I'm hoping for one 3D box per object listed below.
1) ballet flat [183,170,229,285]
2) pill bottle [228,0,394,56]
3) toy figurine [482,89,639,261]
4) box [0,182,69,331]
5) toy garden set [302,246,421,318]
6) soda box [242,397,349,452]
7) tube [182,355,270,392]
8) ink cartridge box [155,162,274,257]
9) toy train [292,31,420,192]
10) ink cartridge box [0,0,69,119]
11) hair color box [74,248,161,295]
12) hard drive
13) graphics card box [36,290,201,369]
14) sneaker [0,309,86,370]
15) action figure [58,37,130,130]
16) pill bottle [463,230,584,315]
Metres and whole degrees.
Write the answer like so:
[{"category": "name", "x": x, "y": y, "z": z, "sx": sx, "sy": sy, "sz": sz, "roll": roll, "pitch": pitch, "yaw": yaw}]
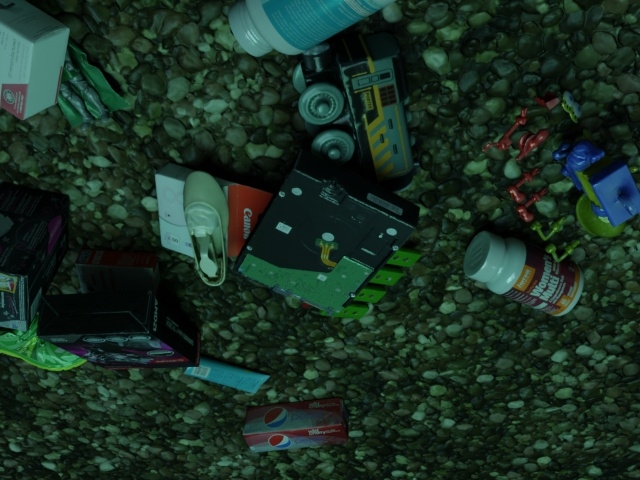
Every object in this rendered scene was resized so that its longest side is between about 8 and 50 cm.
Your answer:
[{"category": "ballet flat", "x": -0.216, "y": -0.013, "z": 1.388, "sx": 0.086, "sy": 0.086, "sz": 0.248, "roll": -1, "pitch": 130, "yaw": 4}, {"category": "pill bottle", "x": -0.013, "y": -0.378, "z": 1.110, "sx": 0.264, "sy": 0.146, "sz": 0.146, "roll": -21, "pitch": 126, "yaw": 30}, {"category": "toy figurine", "x": 0.472, "y": -0.067, "z": 1.276, "sx": 0.191, "sy": 0.217, "sz": 0.362, "roll": -37, "pitch": 122, "yaw": 2}, {"category": "box", "x": -0.603, "y": 0.029, "z": 1.435, "sx": 0.142, "sy": 0.247, "sz": 0.163, "roll": 13, "pitch": 129, "yaw": -6}, {"category": "toy garden set", "x": 0.060, "y": 0.072, "z": 1.542, "sx": 0.203, "sy": 0.049, "sz": 0.244, "roll": 10, "pitch": 137, "yaw": -32}, {"category": "soda box", "x": -0.062, "y": 0.477, "z": 1.887, "sx": 0.263, "sy": 0.092, "sz": 0.083, "roll": -10, "pitch": 128, "yaw": 11}, {"category": "tube", "x": -0.235, "y": 0.331, "z": 1.805, "sx": 0.207, "sy": 0.052, "sz": 0.080, "roll": 21, "pitch": 133, "yaw": -21}, {"category": "ink cartridge box", "x": -0.209, "y": -0.038, "z": 1.439, "sx": 0.232, "sy": 0.066, "sz": 0.189, "roll": 20, "pitch": 132, "yaw": 17}, {"category": "toy train", "x": 0.069, "y": -0.203, "z": 1.280, "sx": 0.190, "sy": 0.142, "sz": 0.334, "roll": -14, "pitch": 129, "yaw": 3}, {"category": "ink cartridge box", "x": -0.534, "y": -0.323, "z": 1.188, "sx": 0.218, "sy": 0.092, "sz": 0.159, "roll": 33, "pitch": 130, "yaw": 6}, {"category": "hair color box", "x": -0.438, "y": 0.071, "z": 1.590, "sx": 0.167, "sy": 0.053, "sz": 0.093, "roll": 3, "pitch": 132, "yaw": -1}, {"category": "hard drive", "x": 0.000, "y": 0.000, "z": 1.339, "sx": 0.237, "sy": 0.064, "sz": 0.339, "roll": 25, "pitch": 139, "yaw": -9}, {"category": "graphics card box", "x": -0.414, "y": 0.201, "z": 1.568, "sx": 0.232, "sy": 0.094, "sz": 0.371, "roll": -2, "pitch": 159, "yaw": 5}, {"category": "sneaker", "x": -0.663, "y": 0.218, "z": 1.690, "sx": 0.295, "sy": 0.109, "sz": 0.123, "roll": 13, "pitch": 134, "yaw": -7}, {"category": "action figure", "x": -0.454, "y": -0.303, "z": 1.271, "sx": 0.137, "sy": 0.063, "sz": 0.232, "roll": -18, "pitch": 124, "yaw": 21}, {"category": "pill bottle", "x": 0.412, "y": 0.065, "z": 1.490, "sx": 0.221, "sy": 0.121, "sz": 0.121, "roll": 21, "pitch": 128, "yaw": -15}]
